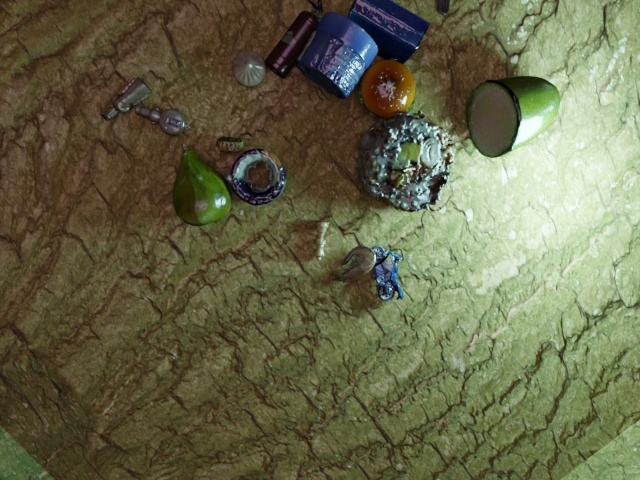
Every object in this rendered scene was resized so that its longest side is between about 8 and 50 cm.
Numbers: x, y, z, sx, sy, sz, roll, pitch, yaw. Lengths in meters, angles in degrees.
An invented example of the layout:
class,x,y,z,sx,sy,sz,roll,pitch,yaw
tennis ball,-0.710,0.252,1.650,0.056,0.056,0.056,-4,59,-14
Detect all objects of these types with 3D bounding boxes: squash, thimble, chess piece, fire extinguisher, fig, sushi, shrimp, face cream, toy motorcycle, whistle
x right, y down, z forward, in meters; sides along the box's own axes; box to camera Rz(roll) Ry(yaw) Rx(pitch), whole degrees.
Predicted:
class,x,y,z,sx,sy,sz,roll,pitch,yaw
squash,0.806,-0.509,1.735,0.308,0.310,0.310,-14,98,-16
thimble,-0.257,-0.257,1.742,0.237,0.150,0.237,0,99,-3
chess piece,0.000,0.000,1.840,0.060,0.060,0.172,5,99,-4
fire extinguisher,-0.092,-0.820,1.694,0.138,0.102,0.344,34,95,-35
fig,-0.459,-0.210,1.700,0.233,0.233,0.314,9,92,-5
sushi,0.344,-0.318,1.735,0.417,0.176,0.417,-2,112,-6
shrimp,0.137,0.104,1.850,0.223,0.047,0.126,-33,66,18
face cream,0.060,-0.700,1.656,0.249,0.249,0.225,32,98,-7
toy motorcycle,0.295,0.138,1.856,0.135,0.092,0.254,-12,96,-3
whistle,-0.636,-0.491,1.734,0.220,0.057,0.107,20,96,-4

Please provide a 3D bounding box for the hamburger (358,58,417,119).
class,x,y,z,sx,sy,sz,roll,pitch,yaw
hamburger,0.272,-0.603,1.720,0.246,0.170,0.246,0,97,-1

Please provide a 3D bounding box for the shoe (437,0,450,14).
class,x,y,z,sx,sy,sz,roll,pitch,yaw
shoe,0.505,-1.003,1.744,0.062,0.053,0.159,0,100,0

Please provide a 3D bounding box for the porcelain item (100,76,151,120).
class,x,y,z,sx,sy,sz,roll,pitch,yaw
porcelain item,-0.778,-0.554,1.717,0.213,0.054,0.084,-40,95,1

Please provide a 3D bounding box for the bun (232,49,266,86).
class,x,y,z,sx,sy,sz,roll,pitch,yaw
bun,-0.285,-0.691,1.713,0.138,0.094,0.138,0,94,-5

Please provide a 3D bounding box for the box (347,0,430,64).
class,x,y,z,sx,sy,sz,roll,pitch,yaw
box,0.240,-0.808,1.644,0.279,0.261,0.116,26,96,-7

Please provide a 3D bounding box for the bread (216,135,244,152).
class,x,y,z,sx,sy,sz,roll,pitch,yaw
bread,-0.372,-0.392,1.762,0.110,0.060,0.066,4,82,-5
